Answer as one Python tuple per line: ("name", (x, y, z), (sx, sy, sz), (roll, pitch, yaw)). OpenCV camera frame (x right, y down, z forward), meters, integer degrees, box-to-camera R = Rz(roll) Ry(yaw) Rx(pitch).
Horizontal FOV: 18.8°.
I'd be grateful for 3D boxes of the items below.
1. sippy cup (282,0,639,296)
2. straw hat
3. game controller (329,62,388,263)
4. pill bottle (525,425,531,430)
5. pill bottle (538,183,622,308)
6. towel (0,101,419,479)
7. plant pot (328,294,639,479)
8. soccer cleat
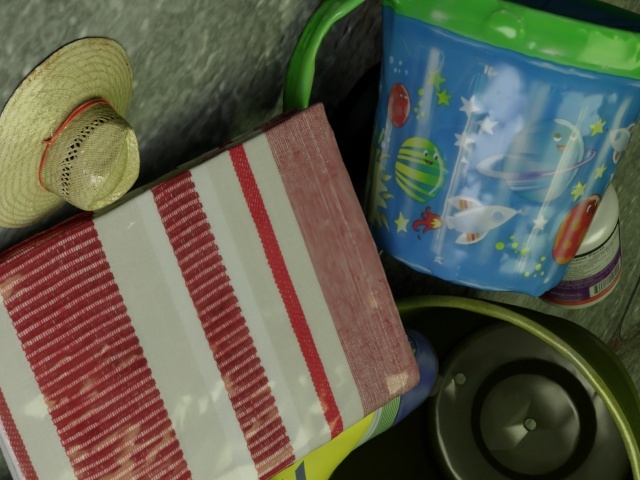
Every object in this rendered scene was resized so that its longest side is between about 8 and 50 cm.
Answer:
("sippy cup", (0.137, -0.085, 1.507), (0.240, 0.305, 0.224), (-21, 128, -68))
("straw hat", (-0.151, -0.055, 1.269), (0.144, 0.061, 0.144), (-41, 151, -28))
("game controller", (0.000, 0.000, 1.633), (0.319, 0.067, 0.166), (-55, 141, -4))
("pill bottle", (0.258, 0.349, 2.147), (0.204, 0.361, 0.204), (-41, 151, -28))
("pill bottle", (0.256, -0.016, 2.001), (0.108, 0.108, 0.193), (-49, 154, -16))
("towel", (-0.089, 0.070, 1.368), (0.329, 0.037, 0.237), (-29, 107, -30))
("plant pot", (0.167, 0.209, 1.888), (0.366, 0.366, 0.353), (-63, 166, 16))
("soccer cleat", (-0.019, 0.168, 1.679), (0.121, 0.093, 0.289), (6, 137, -49))
